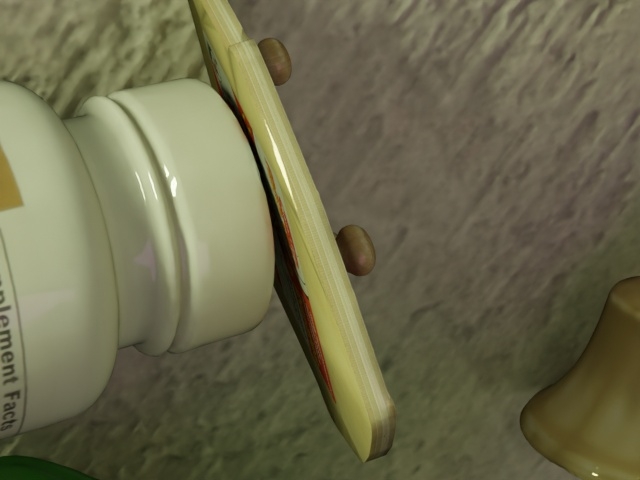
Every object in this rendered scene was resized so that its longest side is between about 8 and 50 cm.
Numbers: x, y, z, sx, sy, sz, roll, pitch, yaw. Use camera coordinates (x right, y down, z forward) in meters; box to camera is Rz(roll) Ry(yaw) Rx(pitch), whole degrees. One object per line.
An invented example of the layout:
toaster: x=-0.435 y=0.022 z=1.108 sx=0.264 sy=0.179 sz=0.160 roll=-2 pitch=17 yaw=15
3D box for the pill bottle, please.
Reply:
pill bottle: x=-0.141 y=0.012 z=0.702 sx=0.229 sy=0.131 sz=0.131 roll=-14 pitch=131 yaw=-23

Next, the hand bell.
hand bell: x=0.183 y=-0.007 z=0.935 sx=0.126 sy=0.126 sz=0.242 roll=-2 pitch=113 yaw=-32

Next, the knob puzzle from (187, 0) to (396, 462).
knob puzzle: x=0.000 y=0.000 z=0.736 sx=0.030 sy=0.213 sz=0.213 roll=-19 pitch=133 yaw=-7

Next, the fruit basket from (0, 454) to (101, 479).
fruit basket: x=-0.010 y=0.227 z=0.892 sx=0.283 sy=0.392 sz=0.392 roll=-27 pitch=143 yaw=-53
